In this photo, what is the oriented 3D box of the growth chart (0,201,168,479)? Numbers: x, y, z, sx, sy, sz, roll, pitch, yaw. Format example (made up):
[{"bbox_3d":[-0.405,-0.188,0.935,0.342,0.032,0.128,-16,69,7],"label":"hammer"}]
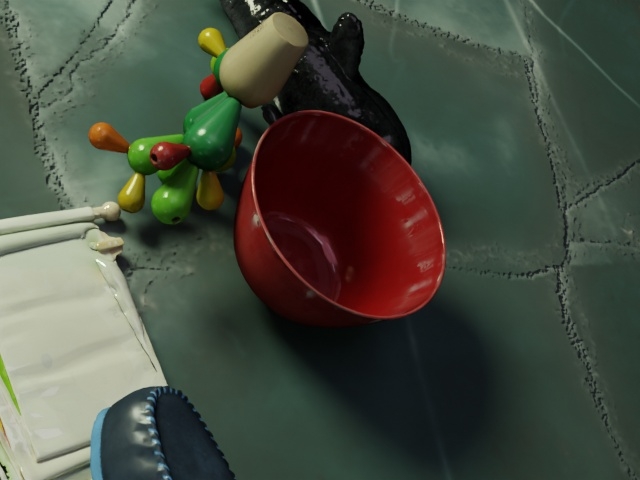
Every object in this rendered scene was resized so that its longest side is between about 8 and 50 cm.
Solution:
[{"bbox_3d":[-0.188,0.077,0.751,0.171,0.021,0.237,-6,62,-33],"label":"growth chart"}]

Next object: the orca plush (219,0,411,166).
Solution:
[{"bbox_3d":[0.007,-0.176,0.971,0.151,0.102,0.287,-4,62,-48],"label":"orca plush"}]

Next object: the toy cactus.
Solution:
[{"bbox_3d":[-0.081,-0.111,0.840,0.112,0.180,0.219,41,36,-9],"label":"toy cactus"}]

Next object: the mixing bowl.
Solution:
[{"bbox_3d":[0.000,0.000,0.858,0.181,0.098,0.182,20,51,-26],"label":"mixing bowl"}]

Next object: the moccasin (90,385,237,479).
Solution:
[{"bbox_3d":[-0.021,0.235,0.657,0.342,0.116,0.137,62,20,10],"label":"moccasin"}]
